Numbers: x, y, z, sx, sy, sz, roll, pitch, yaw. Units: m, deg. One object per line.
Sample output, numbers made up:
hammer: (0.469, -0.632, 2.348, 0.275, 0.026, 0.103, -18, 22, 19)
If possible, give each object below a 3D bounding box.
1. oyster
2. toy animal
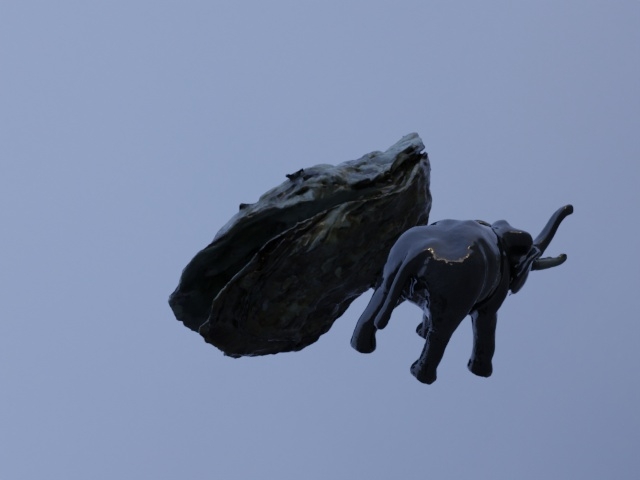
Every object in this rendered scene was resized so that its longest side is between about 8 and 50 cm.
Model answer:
oyster: (0.004, -0.004, 1.062, 0.351, 0.158, 0.162, -41, -14, -23)
toy animal: (0.132, 0.042, 0.864, 0.269, 0.082, 0.137, -10, -56, -49)
